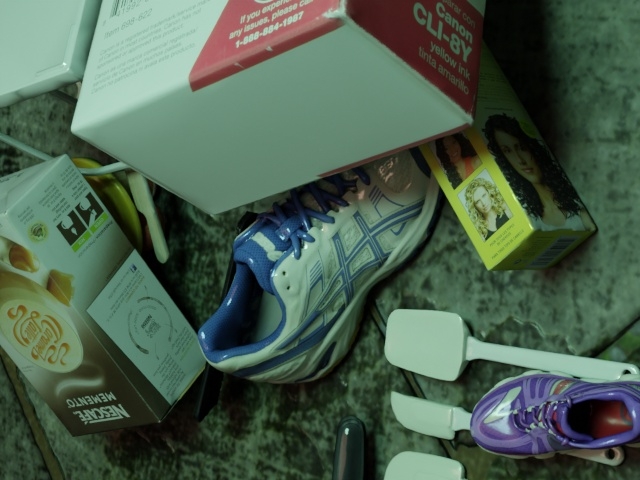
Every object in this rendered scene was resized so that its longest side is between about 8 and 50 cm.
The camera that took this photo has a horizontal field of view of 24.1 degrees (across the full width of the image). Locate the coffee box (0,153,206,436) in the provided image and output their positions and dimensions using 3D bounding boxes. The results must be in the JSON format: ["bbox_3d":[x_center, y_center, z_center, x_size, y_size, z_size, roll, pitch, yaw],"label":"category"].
[{"bbox_3d":[-0.234,0.057,1.404,0.141,0.098,0.246,-15,118,43],"label":"coffee box"}]

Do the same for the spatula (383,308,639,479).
[{"bbox_3d":[0.144,0.147,1.197,0.242,0.019,0.168,7,93,42],"label":"spatula"}]

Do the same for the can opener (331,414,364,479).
[{"bbox_3d":[0.023,0.244,1.291,0.059,0.073,0.186,148,122,-80],"label":"can opener"}]

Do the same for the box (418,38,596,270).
[{"bbox_3d":[0.120,-0.087,1.178,0.058,0.087,0.232,-45,62,35],"label":"box"}]

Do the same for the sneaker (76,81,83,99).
[{"bbox_3d":[-0.235,-0.167,1.544,0.037,0.032,0.083,-25,77,25],"label":"sneaker"}]

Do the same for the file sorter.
[{"bbox_3d":[-0.196,-0.217,1.351,0.192,0.173,0.278,-12,61,42],"label":"file sorter"}]

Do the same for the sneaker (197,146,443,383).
[{"bbox_3d":[0.000,0.000,1.256,0.112,0.131,0.296,40,114,37],"label":"sneaker"}]

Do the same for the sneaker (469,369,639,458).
[{"bbox_3d":[0.179,0.128,1.116,0.170,0.071,0.068,-13,81,38],"label":"sneaker"}]

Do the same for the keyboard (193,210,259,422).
[{"bbox_3d":[-0.072,0.066,1.358,0.038,0.100,0.192,15,105,2],"label":"keyboard"}]

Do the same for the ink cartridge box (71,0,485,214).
[{"bbox_3d":[-0.015,-0.247,1.164,0.279,0.160,0.385,-18,53,40],"label":"ink cartridge box"}]

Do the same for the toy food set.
[{"bbox_3d":[-0.210,-0.032,1.498,0.218,0.071,0.128,-9,107,44],"label":"toy food set"}]
